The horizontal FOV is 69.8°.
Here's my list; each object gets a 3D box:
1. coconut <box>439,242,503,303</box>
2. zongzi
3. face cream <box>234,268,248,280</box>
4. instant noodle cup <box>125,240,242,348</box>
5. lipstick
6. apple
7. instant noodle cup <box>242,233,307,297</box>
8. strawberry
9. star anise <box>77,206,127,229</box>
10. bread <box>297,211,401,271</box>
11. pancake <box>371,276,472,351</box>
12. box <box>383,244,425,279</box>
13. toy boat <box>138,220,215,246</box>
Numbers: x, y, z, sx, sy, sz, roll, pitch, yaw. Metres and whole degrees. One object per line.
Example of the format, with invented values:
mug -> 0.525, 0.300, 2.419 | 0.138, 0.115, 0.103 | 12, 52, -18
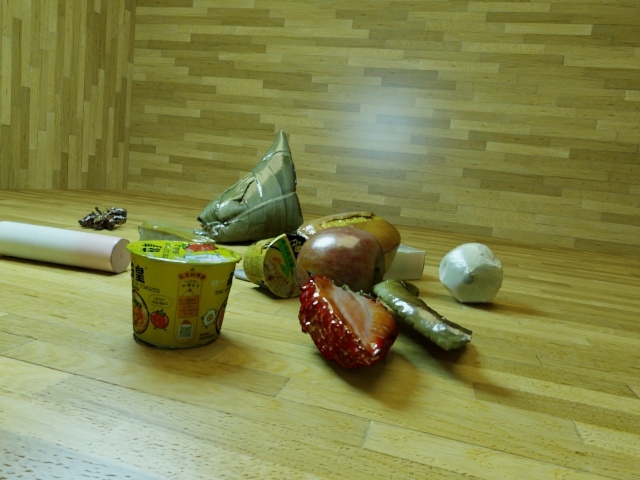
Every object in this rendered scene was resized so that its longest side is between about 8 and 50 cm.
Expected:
coconut -> 0.390, 0.086, 1.181 | 0.161, 0.160, 0.162 | 9, 11, 16
zongzi -> -0.305, -0.221, 1.758 | 0.218, 0.466, 0.500 | -15, -8, 44
face cream -> -0.182, 0.091, 1.175 | 0.083, 0.021, 0.040 | 11, 9, 31
instant noodle cup -> -0.227, 0.085, 0.752 | 0.183, 0.144, 0.182 | 7, 7, -1
lipstick -> -0.635, 0.015, 1.125 | 0.327, 0.087, 0.087 | 8, 8, 9
apple -> 0.043, 0.061, 0.985 | 0.174, 0.188, 0.188 | 8, 8, 26
instant noodle cup -> -0.104, 0.058, 1.090 | 0.152, 0.151, 0.122 | 0, -1, -39
strawberry -> 0.053, 0.148, 0.730 | 0.175, 0.097, 0.228 | 20, 13, -28
star anise -> -0.813, -0.091, 1.750 | 0.178, 0.073, 0.234 | -2, 25, -3
bread -> 0.073, 0.014, 1.212 | 0.288, 0.156, 0.204 | -10, 33, -34
pancake -> 0.200, 0.132, 0.858 | 0.198, 0.054, 0.376 | 31, 6, -12
box -> 0.197, 0.056, 1.456 | 0.168, 0.094, 0.212 | 0, 11, -31
toy boat -> -0.436, -0.003, 1.399 | 0.311, 0.089, 0.115 | 10, 6, 27
